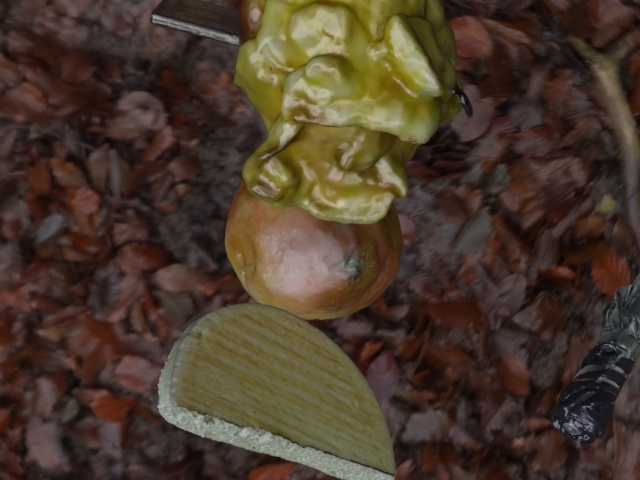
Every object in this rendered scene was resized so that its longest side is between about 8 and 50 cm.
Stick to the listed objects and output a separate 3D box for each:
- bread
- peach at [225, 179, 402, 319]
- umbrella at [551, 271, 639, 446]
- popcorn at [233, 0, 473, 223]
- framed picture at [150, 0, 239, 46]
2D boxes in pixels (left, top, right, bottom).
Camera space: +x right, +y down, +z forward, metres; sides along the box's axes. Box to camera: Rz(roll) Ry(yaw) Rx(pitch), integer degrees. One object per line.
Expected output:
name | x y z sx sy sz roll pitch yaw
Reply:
bread | -0.031 0.100 0.752 0.036 0.193 0.112 -39 40 37
peach | 0.000 0.000 1.241 0.214 0.235 0.214 -4 111 -10
umbrella | 0.235 0.076 0.847 0.050 0.188 0.046 22 149 27
popcorn | 0.027 -0.118 0.800 0.169 0.189 0.218 -7 133 13
framed picture | -0.021 -0.229 1.253 0.347 0.265 0.016 14 106 -7
